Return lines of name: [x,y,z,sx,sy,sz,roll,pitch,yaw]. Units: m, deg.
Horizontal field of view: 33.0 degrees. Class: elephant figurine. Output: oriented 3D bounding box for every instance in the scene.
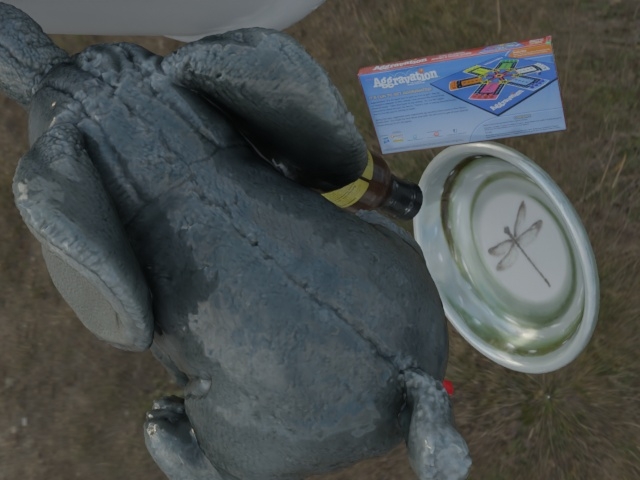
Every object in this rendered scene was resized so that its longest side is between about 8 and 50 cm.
elephant figurine: [-0.061,-0.014,0.454,0.186,0.169,0.239,-26,110,29]

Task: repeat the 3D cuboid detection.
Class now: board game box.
board game box: [0.207,-0.208,1.577,0.281,0.145,0.027,-6,37,19]

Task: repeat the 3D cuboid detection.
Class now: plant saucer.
plant saucer: [0.320,0.018,1.774,0.100,0.400,0.400,-22,75,-31]

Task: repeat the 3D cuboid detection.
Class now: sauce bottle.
sauce bottle: [0.031,-0.104,1.673,0.111,0.344,0.111,-17,63,37]

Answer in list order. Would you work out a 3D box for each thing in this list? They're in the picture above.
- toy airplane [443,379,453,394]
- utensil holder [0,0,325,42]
toy airplane: [0.103,0.162,1.410,0.151,0.151,0.028,18,111,14]
utensil holder: [-0.187,-0.274,0.601,0.327,0.385,0.327,9,103,40]
